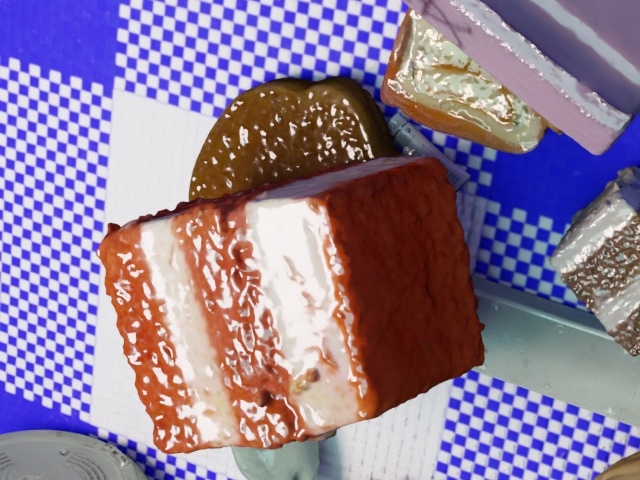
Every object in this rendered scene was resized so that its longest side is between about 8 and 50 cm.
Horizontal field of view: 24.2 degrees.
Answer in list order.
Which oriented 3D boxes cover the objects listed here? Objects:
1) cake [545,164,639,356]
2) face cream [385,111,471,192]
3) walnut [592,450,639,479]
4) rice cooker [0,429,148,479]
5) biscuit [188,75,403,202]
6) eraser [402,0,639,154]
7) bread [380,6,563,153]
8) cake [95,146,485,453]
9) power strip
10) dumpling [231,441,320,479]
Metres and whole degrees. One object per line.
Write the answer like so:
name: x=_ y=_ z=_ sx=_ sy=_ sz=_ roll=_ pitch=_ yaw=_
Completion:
cake: x=0.332 y=0.017 z=1.576 sx=0.147 sy=0.135 sz=0.134 roll=40 pitch=122 yaw=1
face cream: x=0.120 y=-0.098 z=1.703 sx=0.115 sy=0.020 sz=0.038 roll=44 pitch=122 yaw=3
walnut: x=0.401 y=0.362 z=1.618 sx=0.313 sy=0.252 sz=0.277 roll=-15 pitch=103 yaw=40
rice cooker: x=-0.378 y=0.454 z=2.014 sx=0.335 sy=0.335 sz=0.325 roll=14 pitch=116 yaw=21
biscuit: x=0.000 y=0.000 z=1.751 sx=0.381 sy=0.074 sz=0.359 roll=44 pitch=125 yaw=14
eraser: x=0.223 y=-0.294 z=1.439 sx=0.359 sy=0.122 sz=0.272 roll=40 pitch=80 yaw=5
bread: x=0.186 y=-0.186 z=1.576 sx=0.244 sy=0.123 sz=0.190 roll=21 pitch=116 yaw=16
cake: x=-0.022 y=0.065 z=1.580 sx=0.320 sy=0.269 sz=0.270 roll=-13 pitch=94 yaw=37
power strip: x=0.255 y=0.122 z=1.714 sx=0.367 sy=0.043 sz=0.106 roll=19 pitch=117 yaw=19
dumpling: x=-0.079 y=0.241 z=1.891 sx=0.149 sy=0.105 sz=0.216 roll=-2 pitch=110 yaw=27
